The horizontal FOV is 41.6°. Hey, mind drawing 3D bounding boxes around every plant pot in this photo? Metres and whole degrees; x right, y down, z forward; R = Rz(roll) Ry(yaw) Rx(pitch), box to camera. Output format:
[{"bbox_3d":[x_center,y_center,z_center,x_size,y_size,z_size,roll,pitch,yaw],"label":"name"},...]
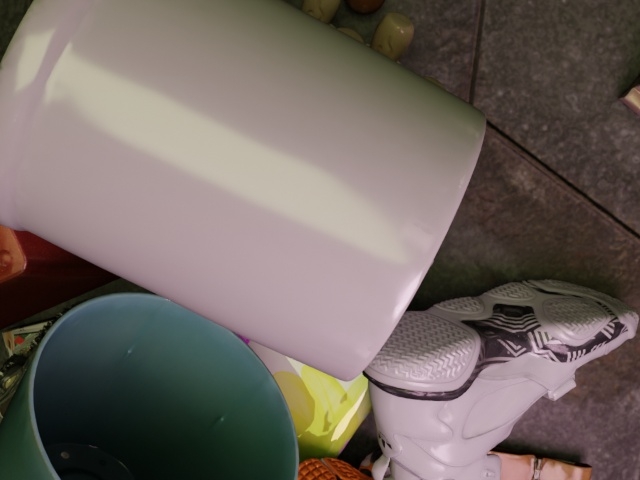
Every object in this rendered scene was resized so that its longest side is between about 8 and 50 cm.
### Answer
[{"bbox_3d":[-0.209,0.239,0.885,0.293,0.293,0.235,44,123,-1],"label":"plant pot"},{"bbox_3d":[-0.408,-0.025,0.987,0.267,0.236,0.267,-23,93,4],"label":"plant pot"}]

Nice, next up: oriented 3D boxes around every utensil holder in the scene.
[{"bbox_3d":[-0.077,-0.082,0.833,0.385,0.327,0.328,26,95,-2],"label":"utensil holder"}]

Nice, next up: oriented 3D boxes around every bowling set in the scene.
[{"bbox_3d":[0.030,-0.217,1.017,0.287,0.200,0.154,31,136,2],"label":"bowling set"}]

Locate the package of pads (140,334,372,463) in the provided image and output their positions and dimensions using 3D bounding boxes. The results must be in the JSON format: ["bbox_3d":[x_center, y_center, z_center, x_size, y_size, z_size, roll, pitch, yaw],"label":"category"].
[{"bbox_3d":[-0.048,0.175,1.052,0.229,0.101,0.297,31,96,0],"label":"package of pads"}]

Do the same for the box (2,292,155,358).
[{"bbox_3d":[-0.296,0.146,1.094,0.207,0.036,0.114,-13,94,4],"label":"box"}]

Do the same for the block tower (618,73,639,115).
[{"bbox_3d":[0.507,-0.275,0.993,0.091,0.097,0.335,39,96,0],"label":"block tower"}]

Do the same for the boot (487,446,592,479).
[{"bbox_3d":[0.200,0.401,1.061,0.264,0.096,0.281,5,94,3],"label":"boot"}]

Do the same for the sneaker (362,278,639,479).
[{"bbox_3d":[0.211,0.176,1.005,0.365,0.137,0.210,-9,114,-23],"label":"sneaker"}]

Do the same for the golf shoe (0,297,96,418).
[{"bbox_3d":[-0.327,0.154,1.047,0.198,0.077,0.094,-42,103,12],"label":"golf shoe"}]

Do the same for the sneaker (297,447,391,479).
[{"bbox_3d":[0.024,0.327,0.996,0.099,0.262,0.121,43,106,33],"label":"sneaker"}]
